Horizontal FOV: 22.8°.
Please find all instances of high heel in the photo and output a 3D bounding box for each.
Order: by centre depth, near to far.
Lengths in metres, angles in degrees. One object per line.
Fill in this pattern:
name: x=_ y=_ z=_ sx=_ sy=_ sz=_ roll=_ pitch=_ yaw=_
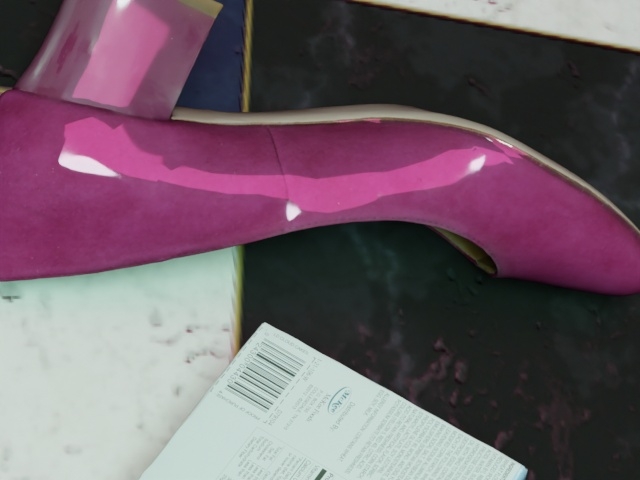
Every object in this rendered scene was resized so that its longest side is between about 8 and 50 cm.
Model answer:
high heel: x=0.000 y=0.000 z=0.865 sx=0.377 sy=0.127 sz=0.181 roll=23 pitch=89 yaw=-11

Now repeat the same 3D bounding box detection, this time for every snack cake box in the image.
snack cake box: x=-0.036 y=0.183 z=0.724 sx=0.152 sy=0.089 sz=0.264 roll=29 pitch=58 yaw=17
